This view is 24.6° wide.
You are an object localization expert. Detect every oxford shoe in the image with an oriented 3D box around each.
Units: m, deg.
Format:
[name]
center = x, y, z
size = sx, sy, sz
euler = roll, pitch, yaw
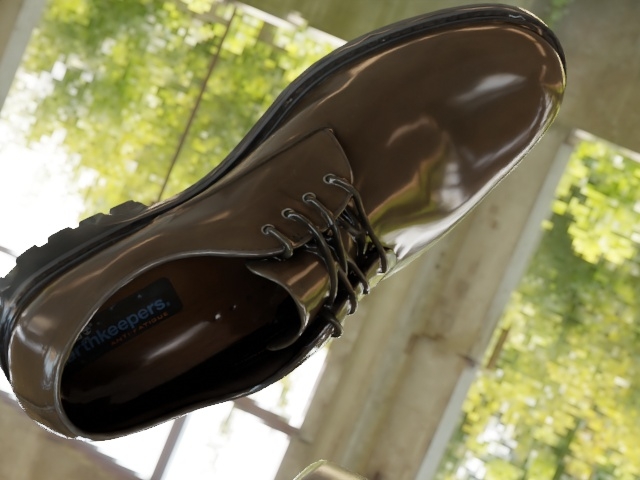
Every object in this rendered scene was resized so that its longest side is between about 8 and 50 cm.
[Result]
[oxford shoe]
center = 0.000, 0.000, 0.496
size = 0.083, 0.227, 0.096
euler = 58, 171, -25

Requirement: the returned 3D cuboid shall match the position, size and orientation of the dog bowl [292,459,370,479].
[dog bowl]
center = -0.053, 0.259, 0.731
size = 0.102, 0.349, 0.349
euler = 36, -172, 8
